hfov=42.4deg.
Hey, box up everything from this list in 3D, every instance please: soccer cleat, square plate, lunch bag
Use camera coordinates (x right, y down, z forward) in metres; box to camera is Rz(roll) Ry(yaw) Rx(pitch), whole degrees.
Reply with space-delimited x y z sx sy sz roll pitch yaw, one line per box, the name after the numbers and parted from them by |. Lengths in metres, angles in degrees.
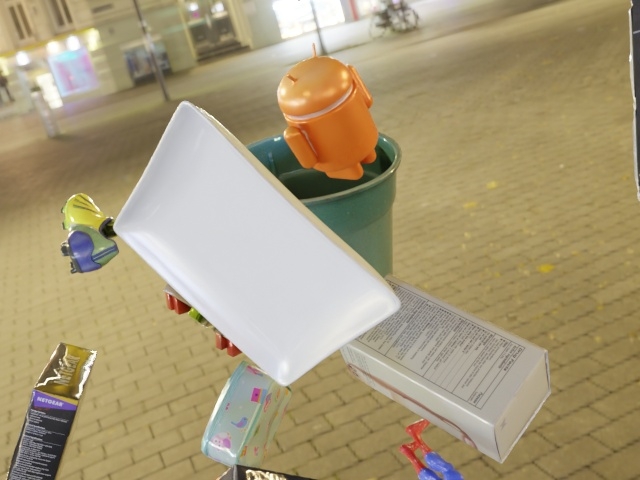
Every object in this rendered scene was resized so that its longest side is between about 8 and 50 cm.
-0.461 -0.022 1.684 0.121 0.093 0.289 -20 29 -6 | soccer cleat
-0.094 0.019 1.077 0.049 0.344 0.347 -48 3 -37 | square plate
-0.153 0.375 1.774 0.108 0.224 0.279 20 -13 11 | lunch bag

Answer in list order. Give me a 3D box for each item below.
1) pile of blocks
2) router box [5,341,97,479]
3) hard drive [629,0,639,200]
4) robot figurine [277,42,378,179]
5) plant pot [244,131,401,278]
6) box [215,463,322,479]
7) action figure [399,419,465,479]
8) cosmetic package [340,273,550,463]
-0.218 0.195 1.908 0.112 0.362 0.149 -60 19 -11 | pile of blocks
-0.491 0.344 1.501 0.081 0.242 0.309 17 5 -11 | router box
0.485 -0.137 1.119 0.064 0.237 0.338 -12 57 34 | hard drive
0.013 -0.199 1.314 0.158 0.219 0.128 -28 36 1 | robot figurine
0.000 0.000 1.571 0.341 0.334 0.341 -7 27 4 | plant pot
-0.045 0.344 0.923 0.153 0.207 0.108 -45 38 35 | box
0.260 0.410 1.341 0.139 0.091 0.280 -12 44 -24 | action figure
0.189 0.193 1.286 0.296 0.129 0.153 27 63 36 | cosmetic package
